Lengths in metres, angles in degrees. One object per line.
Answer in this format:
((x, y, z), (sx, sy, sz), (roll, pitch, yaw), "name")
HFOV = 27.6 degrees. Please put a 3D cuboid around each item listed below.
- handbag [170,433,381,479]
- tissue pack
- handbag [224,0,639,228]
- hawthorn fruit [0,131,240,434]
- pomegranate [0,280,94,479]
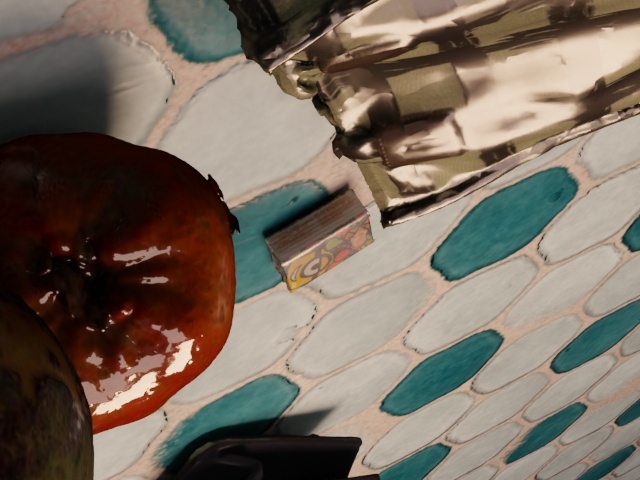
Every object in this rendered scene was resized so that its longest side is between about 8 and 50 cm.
((-0.098, 0.331, 1.449), (0.269, 0.118, 0.325), (6, 136, -45), "handbag")
((0.000, 0.000, 1.059), (0.083, 0.035, 0.063), (-32, 155, -9), "tissue pack")
((0.124, -0.165, 0.766), (0.327, 0.162, 0.325), (-30, 154, 6), "handbag")
((-0.140, 0.030, 0.786), (0.185, 0.185, 0.202), (-28, 176, -12), "hawthorn fruit")
((-0.267, 0.087, 0.547), (0.285, 0.285, 0.341), (-38, 136, 10), "pomegranate")
